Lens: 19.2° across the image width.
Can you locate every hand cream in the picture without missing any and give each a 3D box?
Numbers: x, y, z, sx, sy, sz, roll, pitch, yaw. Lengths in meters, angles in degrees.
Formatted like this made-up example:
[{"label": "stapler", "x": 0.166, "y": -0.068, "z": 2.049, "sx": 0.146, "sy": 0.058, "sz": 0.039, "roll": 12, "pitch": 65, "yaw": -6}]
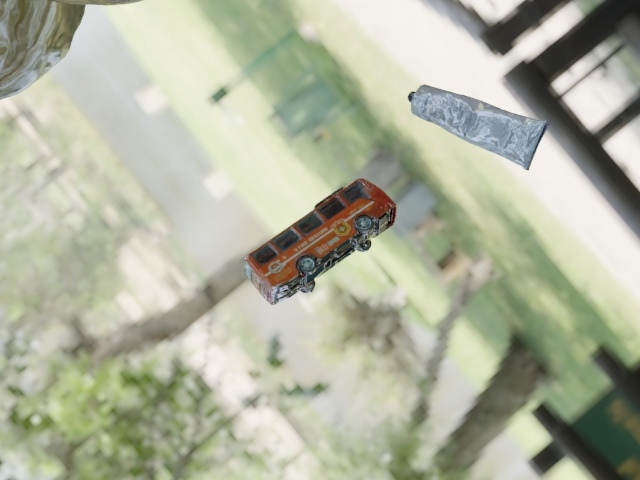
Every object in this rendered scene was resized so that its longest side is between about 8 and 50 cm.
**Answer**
[{"label": "hand cream", "x": 0.089, "y": -0.069, "z": 1.086, "sx": 0.093, "sy": 0.030, "sz": 0.019, "roll": 25, "pitch": -171, "yaw": 31}]

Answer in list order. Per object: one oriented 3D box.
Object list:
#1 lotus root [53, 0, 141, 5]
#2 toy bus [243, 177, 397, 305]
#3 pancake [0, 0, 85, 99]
[{"label": "lotus root", "x": -0.178, "y": -0.247, "z": 1.397, "sx": 0.260, "sy": 0.145, "sz": 0.128, "roll": 12, "pitch": 179, "yaw": 44}, {"label": "toy bus", "x": 0.000, "y": 0.000, "z": 1.294, "sx": 0.043, "sy": 0.110, "sz": 0.031, "roll": 46, "pitch": 158, "yaw": 22}, {"label": "pancake", "x": -0.324, "y": -0.255, "z": 1.619, "sx": 0.294, "sy": 0.294, "sz": 0.049, "roll": 51, "pitch": -162, "yaw": -5}]
